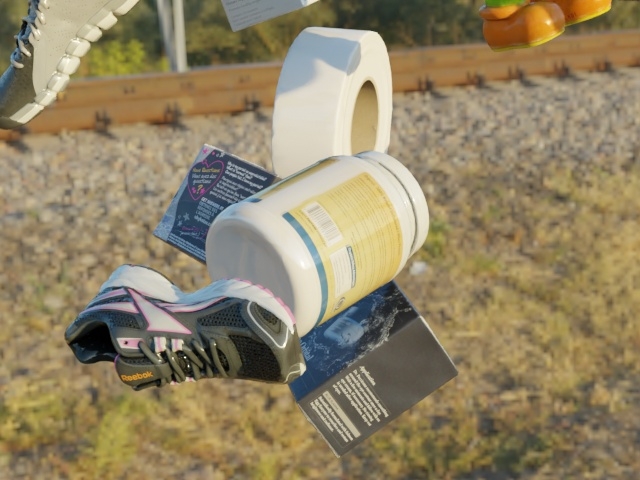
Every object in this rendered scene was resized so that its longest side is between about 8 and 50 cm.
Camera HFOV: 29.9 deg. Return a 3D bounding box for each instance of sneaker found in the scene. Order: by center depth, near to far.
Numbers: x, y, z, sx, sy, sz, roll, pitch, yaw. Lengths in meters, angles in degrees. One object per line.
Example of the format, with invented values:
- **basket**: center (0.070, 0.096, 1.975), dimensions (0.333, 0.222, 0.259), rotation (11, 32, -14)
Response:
- **sneaker**: center (-0.091, 0.070, 0.765), dimensions (0.178, 0.072, 0.077), rotation (5, 35, 39)
- **sneaker**: center (-0.278, -0.225, 1.153), dimensions (0.132, 0.228, 0.086), rotation (41, 0, -42)

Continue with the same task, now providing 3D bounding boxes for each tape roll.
- **tape roll**: center (0.022, -0.172, 1.786), dimensions (0.100, 0.286, 0.286), rotation (7, 14, 18)

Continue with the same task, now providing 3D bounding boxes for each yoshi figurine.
- **yoshi figurine**: center (0.232, -0.413, 1.351), dimensions (0.203, 0.362, 0.203), rotation (-20, 11, 2)

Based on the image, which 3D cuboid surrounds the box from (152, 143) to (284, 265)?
- **box**: center (-0.057, 0.002, 1.527), dimensions (0.163, 0.142, 0.247), rotation (27, -5, 45)

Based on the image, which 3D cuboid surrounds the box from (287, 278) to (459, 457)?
- **box**: center (0.040, 0.121, 1.292), dimensions (0.158, 0.093, 0.156), rotation (-35, 28, 0)

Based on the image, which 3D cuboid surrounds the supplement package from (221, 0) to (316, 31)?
- **supplement package**: center (-0.090, -0.454, 1.767), dimensions (0.139, 0.244, 0.134), rotation (-13, 16, 34)

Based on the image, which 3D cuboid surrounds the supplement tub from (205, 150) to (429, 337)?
- **supplement tub**: center (0.000, 0.000, 1.199), dimensions (0.144, 0.144, 0.200), rotation (8, 28, 45)
